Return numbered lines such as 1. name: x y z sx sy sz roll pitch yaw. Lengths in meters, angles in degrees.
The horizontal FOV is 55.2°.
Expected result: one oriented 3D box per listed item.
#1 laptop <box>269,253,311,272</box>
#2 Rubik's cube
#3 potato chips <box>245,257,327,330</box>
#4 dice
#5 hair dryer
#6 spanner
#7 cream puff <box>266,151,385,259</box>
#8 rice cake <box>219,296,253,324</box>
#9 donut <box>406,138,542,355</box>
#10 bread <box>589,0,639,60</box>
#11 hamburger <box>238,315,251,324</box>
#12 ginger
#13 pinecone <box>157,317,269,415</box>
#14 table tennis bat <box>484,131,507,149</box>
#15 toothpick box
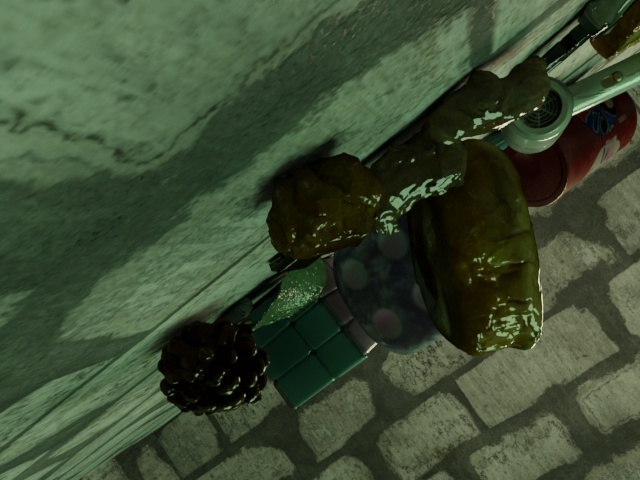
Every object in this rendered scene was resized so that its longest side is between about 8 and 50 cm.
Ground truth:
1. laptop: 0.000 0.000 1.023 0.154 0.026 0.207 -39 173 8
2. Rubik's cube: -0.010 0.192 1.358 0.231 0.225 0.221 -41 172 24
3. potato chips: -0.074 0.115 1.155 0.228 0.059 0.167 -45 162 2
4. dice: 0.210 0.051 1.242 0.270 0.271 0.270 -18 161 -49
5. hair dryer: 0.471 -0.263 1.005 0.357 0.108 0.173 -26 175 13
6. spanner: 0.389 -0.311 0.792 0.325 0.040 0.095 -42 171 28
7. cream puff: 0.001 -0.034 0.596 0.122 0.094 0.116 -14 175 16
8. rice cake: -0.192 0.171 1.155 0.207 0.033 0.033 -42 178 34
9. donut: 0.213 0.009 0.911 0.160 0.330 0.330 -11 168 -9
10. bread: 0.499 -0.353 0.960 0.103 0.065 0.187 -30 170 -7
11. hamburger: -0.178 0.181 1.240 0.083 0.044 0.076 -37 172 29
12. ginger: 0.164 -0.121 0.747 0.290 0.122 0.084 -40 -157 7
13. pinecone: -0.171 0.203 0.979 0.179 0.150 0.195 -6 170 -4
14. table tennis bat: 0.302 -0.163 1.317 0.244 0.040 0.153 -31 171 -11
15. toothpick box: 0.567 -0.234 1.434 0.333 0.204 0.204 -32 171 -32
